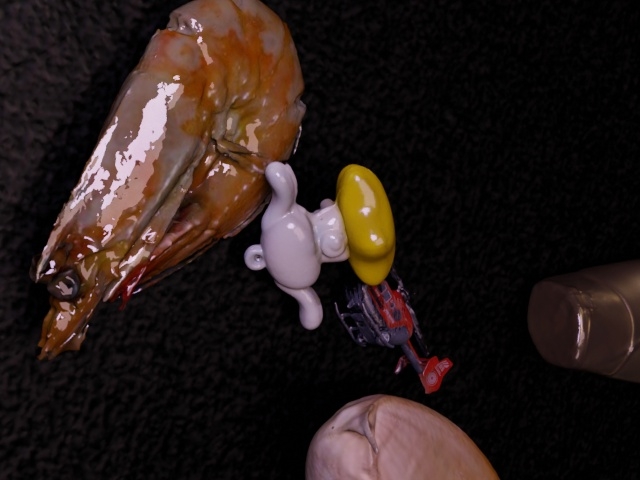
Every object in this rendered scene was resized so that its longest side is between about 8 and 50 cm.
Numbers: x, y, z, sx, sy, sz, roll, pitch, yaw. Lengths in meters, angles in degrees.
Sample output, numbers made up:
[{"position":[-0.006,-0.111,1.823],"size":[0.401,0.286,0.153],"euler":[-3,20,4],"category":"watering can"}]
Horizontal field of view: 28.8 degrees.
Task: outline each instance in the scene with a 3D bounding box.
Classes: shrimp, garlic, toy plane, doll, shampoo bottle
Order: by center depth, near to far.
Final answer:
[{"position":[-0.103,-0.038,0.851],"size":[0.294,0.062,0.154],"euler":[-55,130,-14],"category":"shrimp"},{"position":[0.001,0.007,0.916],"size":[0.113,0.071,0.135],"euler":[3,115,-21],"category":"doll"},{"position":[0.072,0.208,0.947],"size":[0.145,0.164,0.245],"euler":[-36,112,-4],"category":"garlic"},{"position":[0.059,0.066,0.989],"size":[0.060,0.037,0.145],"euler":[-46,116,-30],"category":"toy plane"},{"position":[0.340,0.075,1.148],"size":[0.350,0.084,0.125],"euler":[0,96,-33],"category":"shampoo bottle"}]
